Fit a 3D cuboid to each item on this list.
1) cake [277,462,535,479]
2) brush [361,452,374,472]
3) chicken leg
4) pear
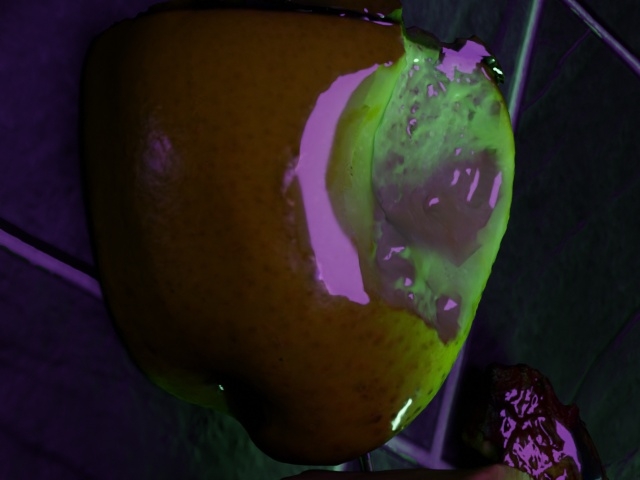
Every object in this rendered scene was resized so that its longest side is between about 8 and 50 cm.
[{"bbox_3d":[0.119,0.275,0.767,0.332,0.321,0.332,14,75,-63],"label":"cake"},{"bbox_3d":[0.031,0.144,0.995,0.024,0.008,0.083,-22,104,-48],"label":"brush"},{"bbox_3d":[0.170,0.246,1.099,0.177,0.083,0.322,-32,109,-35],"label":"chicken leg"},{"bbox_3d":[0.000,0.000,0.868,0.292,0.159,0.292,0,90,-47],"label":"pear"}]
